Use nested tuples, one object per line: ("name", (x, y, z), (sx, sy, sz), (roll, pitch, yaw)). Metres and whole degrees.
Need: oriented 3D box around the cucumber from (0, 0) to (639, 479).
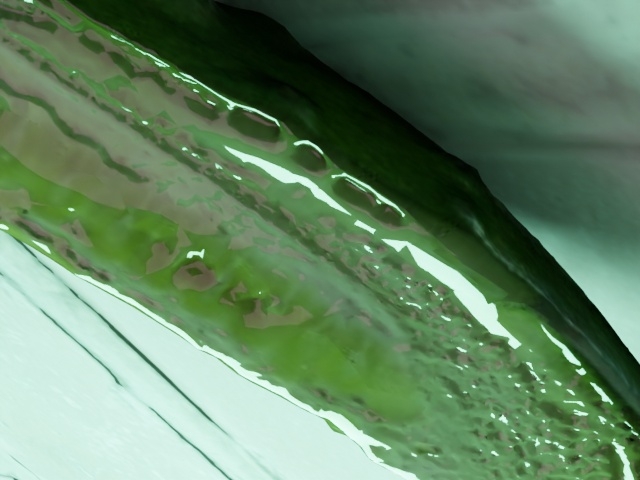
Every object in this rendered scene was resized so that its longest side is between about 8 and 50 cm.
("cucumber", (0.002, -0.003, 0.716), (0.325, 0.105, 0.145), (33, 130, -11))
